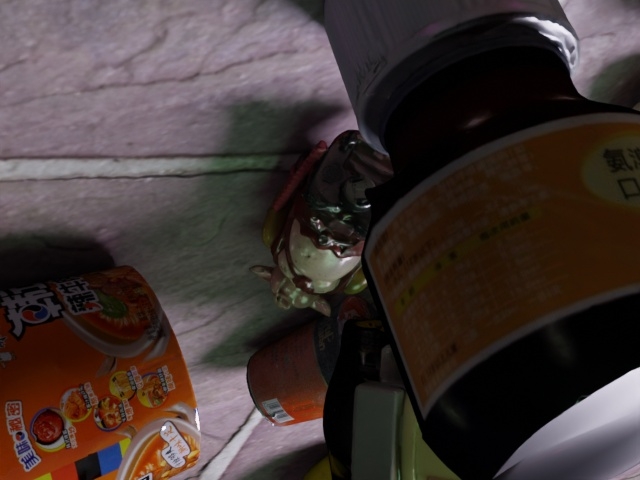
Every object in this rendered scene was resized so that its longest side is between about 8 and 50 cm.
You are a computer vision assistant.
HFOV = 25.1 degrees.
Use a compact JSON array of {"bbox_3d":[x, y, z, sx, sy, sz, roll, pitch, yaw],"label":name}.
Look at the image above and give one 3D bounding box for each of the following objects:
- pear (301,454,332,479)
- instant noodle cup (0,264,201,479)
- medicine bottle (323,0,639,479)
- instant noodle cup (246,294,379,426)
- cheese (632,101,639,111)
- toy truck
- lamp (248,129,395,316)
[{"bbox_3d":[0.082,0.365,1.886,0.269,0.212,0.212,-22,152,0],"label":"pear"},{"bbox_3d":[-0.232,0.141,1.271,0.192,0.250,0.250,-18,154,-23],"label":"instant noodle cup"},{"bbox_3d":[0.126,-0.037,0.995,0.243,0.395,0.242,-19,154,-10],"label":"medicine bottle"},{"bbox_3d":[0.000,0.138,1.532,0.136,0.127,0.127,-24,153,25],"label":"instant noodle cup"},{"bbox_3d":[0.370,-0.019,1.456,0.351,0.129,0.328,3,144,-37],"label":"cheese"},{"bbox_3d":[0.177,0.158,1.421,0.254,0.180,0.405,9,-171,27],"label":"toy truck"},{"bbox_3d":[0.000,0.000,1.280,0.118,0.118,0.253,-5,157,-25],"label":"lamp"}]
